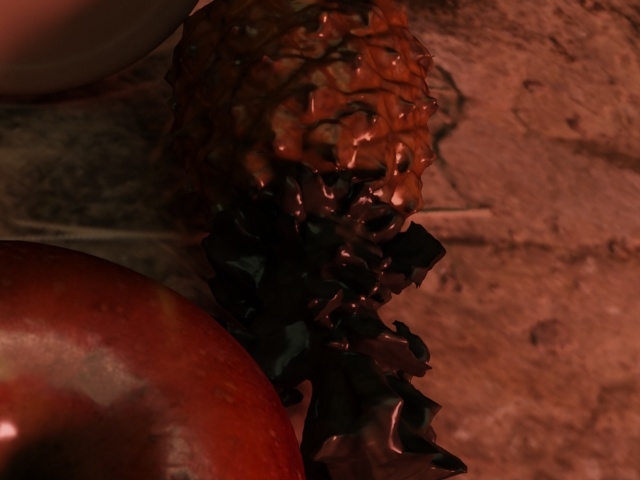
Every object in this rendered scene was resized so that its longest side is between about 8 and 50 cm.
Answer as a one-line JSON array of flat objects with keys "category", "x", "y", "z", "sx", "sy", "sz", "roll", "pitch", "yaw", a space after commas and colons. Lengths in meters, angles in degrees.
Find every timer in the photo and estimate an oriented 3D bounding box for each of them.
[{"category": "timer", "x": -0.158, "y": -0.216, "z": 0.801, "sx": 0.175, "sy": 0.175, "sz": 0.266, "roll": 5, "pitch": 39, "yaw": -24}]

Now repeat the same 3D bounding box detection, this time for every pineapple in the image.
[{"category": "pineapple", "x": 0.001, "y": 0.000, "z": 0.706, "sx": 0.128, "sy": 0.128, "sz": 0.248, "roll": 8, "pitch": 53, "yaw": -22}]

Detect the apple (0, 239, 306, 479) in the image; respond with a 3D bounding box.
[{"category": "apple", "x": -0.100, "y": 0.101, "z": 0.541, "sx": 0.201, "sy": 0.162, "sz": 0.201, "roll": 8, "pitch": 58, "yaw": -13}]
